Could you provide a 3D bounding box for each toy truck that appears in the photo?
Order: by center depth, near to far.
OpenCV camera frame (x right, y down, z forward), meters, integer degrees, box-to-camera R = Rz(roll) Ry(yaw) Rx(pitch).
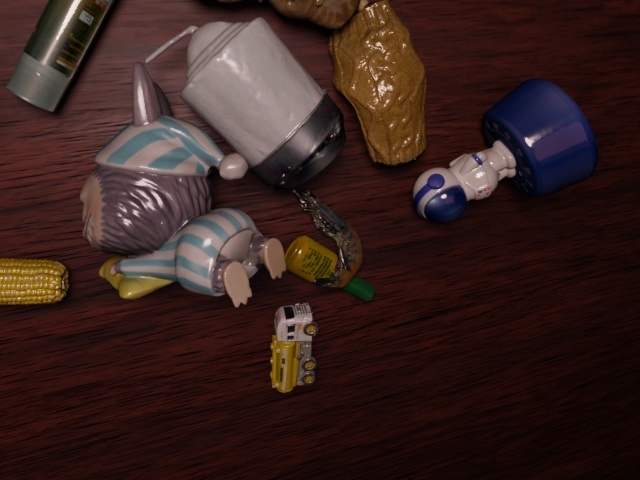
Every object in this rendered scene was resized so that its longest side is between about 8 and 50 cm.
[{"bbox_3d":[-0.071,0.276,1.025,0.114,0.098,0.226,0,109,-11],"label":"toy truck"}]

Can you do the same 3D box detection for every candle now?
[{"bbox_3d":[-0.122,-0.274,0.763,0.221,0.221,0.342,-44,114,0],"label":"candle"}]

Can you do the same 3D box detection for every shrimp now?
[{"bbox_3d":[0.000,0.000,0.935,0.262,0.051,0.198,47,49,-21],"label":"shrimp"}]

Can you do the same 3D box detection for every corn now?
[{"bbox_3d":[-0.635,0.080,0.786,0.244,0.093,0.093,2,107,-18],"label":"corn"}]

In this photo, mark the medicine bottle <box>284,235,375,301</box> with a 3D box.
[{"bbox_3d":[0.031,0.083,1.011,0.260,0.064,0.095,31,91,-23],"label":"medicine bottle"}]

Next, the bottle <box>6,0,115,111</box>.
[{"bbox_3d":[-0.445,-0.369,0.705,0.082,0.082,0.286,29,97,-23],"label":"bottle"}]

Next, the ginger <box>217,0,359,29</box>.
[{"bbox_3d":[-0.090,-0.520,0.716,0.375,0.176,0.256,20,89,-18],"label":"ginger"}]

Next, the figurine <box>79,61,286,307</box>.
[{"bbox_3d":[-0.270,-0.103,0.693,0.266,0.361,0.377,-41,130,-49],"label":"figurine"}]

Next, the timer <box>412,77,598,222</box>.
[{"bbox_3d":[0.402,-0.170,0.971,0.384,0.270,0.270,-31,115,10],"label":"timer"}]

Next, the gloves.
[{"bbox_3d":[0.140,-0.335,0.859,0.203,0.155,0.356,-30,108,-19],"label":"gloves"}]
